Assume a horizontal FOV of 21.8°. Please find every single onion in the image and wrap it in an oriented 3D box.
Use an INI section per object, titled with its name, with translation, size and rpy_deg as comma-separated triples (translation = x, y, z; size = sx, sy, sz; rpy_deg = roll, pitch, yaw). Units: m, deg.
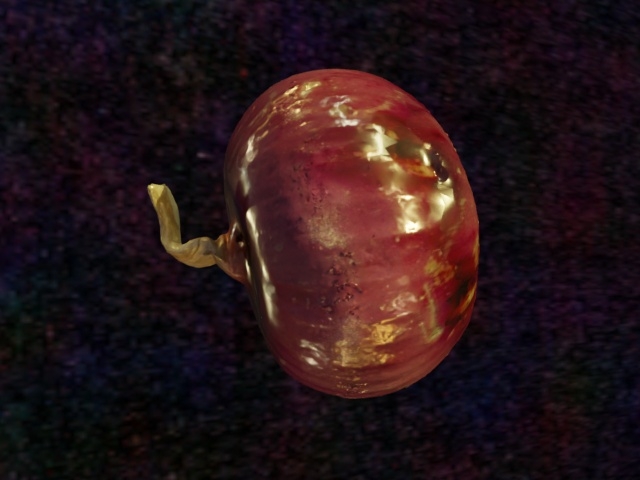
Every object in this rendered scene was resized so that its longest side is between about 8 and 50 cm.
[onion]
translation = 0.011, -0.002, 0.885
size = 0.153, 0.177, 0.177
rpy_deg = -39, 67, -3
